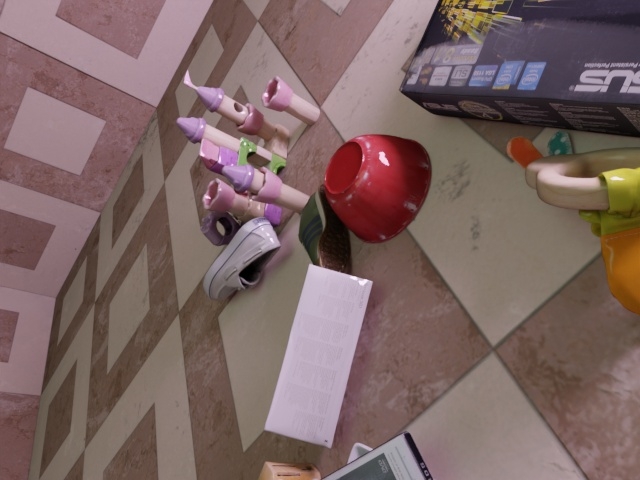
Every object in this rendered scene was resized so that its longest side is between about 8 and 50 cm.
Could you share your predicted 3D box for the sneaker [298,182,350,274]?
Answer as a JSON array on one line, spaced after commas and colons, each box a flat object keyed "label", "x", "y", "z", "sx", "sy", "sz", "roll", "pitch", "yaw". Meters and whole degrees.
[{"label": "sneaker", "x": 0.000, "y": 0.000, "z": 0.820, "sx": 0.086, "sy": 0.064, "sz": 0.192, "roll": -41, "pitch": 43, "yaw": 46}]

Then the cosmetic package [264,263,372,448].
[{"label": "cosmetic package", "x": -0.001, "y": 0.164, "z": 0.689, "sx": 0.060, "sy": 0.098, "sz": 0.239, "roll": 88, "pitch": -163, "yaw": -81}]

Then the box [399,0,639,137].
[{"label": "box", "x": 0.302, "y": -0.290, "z": 0.535, "sx": 0.395, "sy": 0.097, "sz": 0.319, "roll": 31, "pitch": 101, "yaw": 54}]

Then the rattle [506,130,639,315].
[{"label": "rattle", "x": 0.276, "y": -0.034, "z": 0.491, "sx": 0.130, "sy": 0.143, "sz": 0.199, "roll": -35, "pitch": 19, "yaw": -7}]

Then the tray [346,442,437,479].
[{"label": "tray", "x": 0.066, "y": 0.386, "z": 0.523, "sx": 0.145, "sy": 0.030, "sz": 0.271, "roll": 11, "pitch": 81, "yaw": 36}]

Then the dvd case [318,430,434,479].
[{"label": "dvd case", "x": 0.040, "y": 0.350, "z": 0.514, "sx": 0.238, "sy": 0.029, "sz": 0.179, "roll": -37, "pitch": 59, "yaw": 16}]

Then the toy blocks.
[{"label": "toy blocks", "x": -0.198, "y": -0.174, "z": 0.997, "sx": 0.308, "sy": 0.260, "sz": 0.289, "roll": -22, "pitch": 56, "yaw": 46}]

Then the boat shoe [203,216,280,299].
[{"label": "boat shoe", "x": -0.166, "y": 0.063, "z": 0.978, "sx": 0.084, "sy": 0.095, "sz": 0.258, "roll": 55, "pitch": 134, "yaw": 19}]

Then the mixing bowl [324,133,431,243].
[{"label": "mixing bowl", "x": 0.070, "y": -0.096, "z": 0.740, "sx": 0.181, "sy": 0.098, "sz": 0.182, "roll": -30, "pitch": 49, "yaw": 42}]

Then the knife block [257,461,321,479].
[{"label": "knife block", "x": -0.094, "y": 0.481, "z": 0.660, "sx": 0.242, "sy": 0.088, "sz": 0.276, "roll": -36, "pitch": 47, "yaw": 36}]
